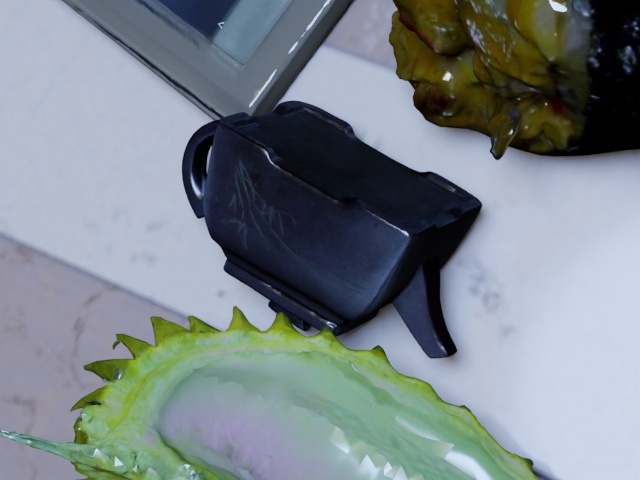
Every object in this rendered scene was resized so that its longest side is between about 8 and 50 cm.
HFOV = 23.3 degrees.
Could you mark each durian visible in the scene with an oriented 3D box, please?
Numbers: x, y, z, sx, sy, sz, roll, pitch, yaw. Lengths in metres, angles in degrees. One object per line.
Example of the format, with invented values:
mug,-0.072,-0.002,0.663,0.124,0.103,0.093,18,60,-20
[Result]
durian,0.033,0.161,0.695,0.355,0.169,0.157,42,98,13

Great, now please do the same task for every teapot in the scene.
teapot,0.000,0.000,0.790,0.177,0.087,0.096,31,116,20

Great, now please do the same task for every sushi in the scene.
sushi,0.129,-0.147,0.724,0.204,0.213,0.200,-4,55,3

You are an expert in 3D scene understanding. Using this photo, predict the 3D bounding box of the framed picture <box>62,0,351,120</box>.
framed picture,-0.029,-0.323,0.883,0.326,0.028,0.446,37,92,20
